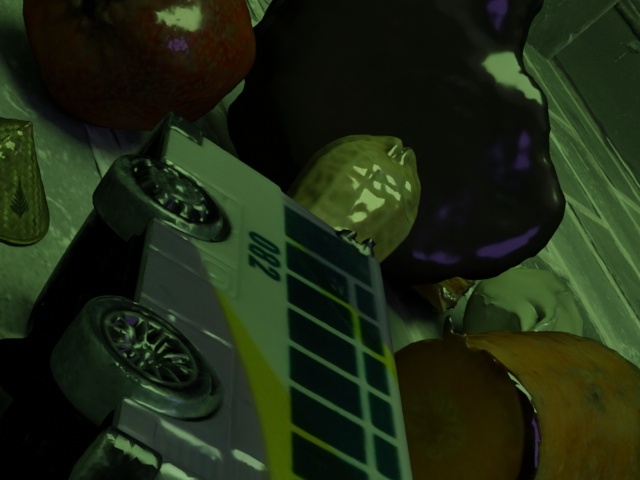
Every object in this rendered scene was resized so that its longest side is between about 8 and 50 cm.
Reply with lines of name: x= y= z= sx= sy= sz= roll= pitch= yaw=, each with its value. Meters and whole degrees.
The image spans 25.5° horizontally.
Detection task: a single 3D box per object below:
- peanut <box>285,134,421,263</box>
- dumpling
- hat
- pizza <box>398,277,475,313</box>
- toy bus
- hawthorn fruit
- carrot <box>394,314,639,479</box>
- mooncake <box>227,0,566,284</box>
peanut: x=0.000 y=0.000 z=1.344 sx=0.130 sy=0.130 sz=0.290 roll=47 pitch=57 yaw=-6
dumpling: x=0.249 y=0.132 z=1.739 sx=0.258 sy=0.147 sz=0.193 roll=-88 pitch=175 yaw=-78
hat: x=-0.251 y=-0.073 z=1.125 sx=0.146 sy=0.067 sz=0.146 roll=42 pitch=21 yaw=-20
pizza: x=0.132 y=0.045 z=1.757 sx=0.193 sy=0.053 sz=0.201 roll=29 pitch=16 yaw=-42
toy bus: x=-0.076 y=0.116 z=0.877 sx=0.249 sy=0.209 sz=0.440 roll=31 pitch=20 yaw=-16
hawthorn fruit: x=-0.164 y=-0.195 z=1.371 sx=0.210 sy=0.210 sz=0.262 roll=57 pitch=3 yaw=19
carrot: x=0.206 y=0.196 z=1.396 sx=0.341 sy=0.224 sz=0.224 roll=12 pitch=42 yaw=-55
mooncake: x=0.084 y=-0.144 z=1.558 sx=0.351 sy=0.381 sz=0.212 roll=11 pitch=-6 yaw=-18
